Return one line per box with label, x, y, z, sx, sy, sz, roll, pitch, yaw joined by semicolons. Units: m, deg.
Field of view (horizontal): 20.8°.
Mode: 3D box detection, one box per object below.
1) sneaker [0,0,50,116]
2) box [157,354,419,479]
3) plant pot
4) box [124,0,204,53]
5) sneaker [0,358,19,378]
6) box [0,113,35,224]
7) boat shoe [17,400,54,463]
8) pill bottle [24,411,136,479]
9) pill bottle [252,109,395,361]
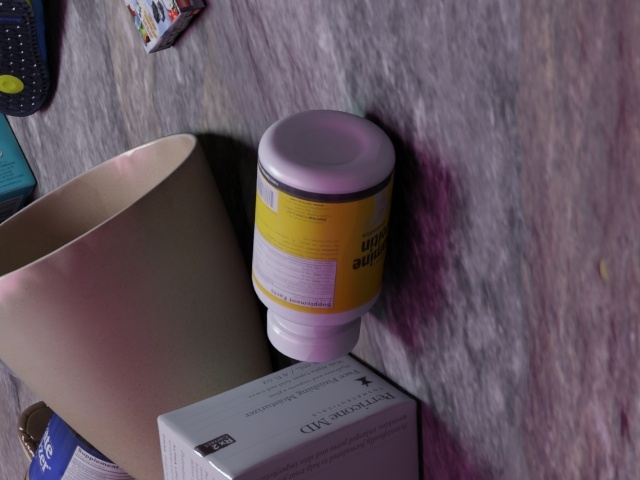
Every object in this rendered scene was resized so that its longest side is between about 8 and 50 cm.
sneaker;-0.312;-0.213;1.795;0.209;0.069;0.082;98;175;-54
box;-0.022;0.211;1.420;0.119;0.181;0.181;31;132;48
plant pot;-0.153;0.086;1.543;0.256;0.256;0.274;-2;121;60
box;-0.153;-0.244;1.525;0.137;0.027;0.094;67;152;6
sneaker;-0.414;0.088;1.956;0.124;0.178;0.295;8;136;37
box;-0.411;-0.140;1.995;0.244;0.060;0.100;62;150;14
boat shoe;-0.268;0.306;2.012;0.095;0.095;0.257;95;151;-60
pill bottle;-0.219;0.201;1.797;0.123;0.123;0.219;53;133;29
pill bottle;0.000;0.000;1.335;0.103;0.103;0.184;43;141;40
